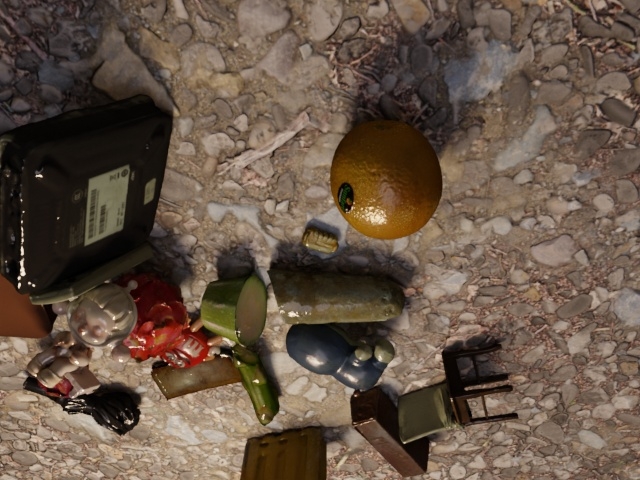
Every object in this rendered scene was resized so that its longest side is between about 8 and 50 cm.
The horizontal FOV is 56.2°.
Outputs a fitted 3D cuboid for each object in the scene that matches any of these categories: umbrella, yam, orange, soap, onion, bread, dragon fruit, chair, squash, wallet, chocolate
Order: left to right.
[{"bbox_3d":[-0.687,0.354,1.644,0.149,0.140,0.150,-1,84,13],"label":"onion"},{"bbox_3d":[-0.685,0.463,1.729,0.339,0.118,0.118,20,126,-5],"label":"umbrella"},{"bbox_3d":[-0.435,0.171,1.427,0.268,0.205,0.210,8,117,45],"label":"dragon fruit"},{"bbox_3d":[-0.342,0.370,1.672,0.255,0.031,0.137,-15,122,12],"label":"wallet"},{"bbox_3d":[-0.208,0.162,1.432,0.122,0.170,0.170,5,128,14],"label":"squash"},{"bbox_3d":[-0.109,0.709,1.760,0.259,0.281,0.143,-12,128,13],"label":"soap"},{"bbox_3d":[0.000,0.000,1.369,0.087,0.034,0.049,16,112,-14],"label":"bread"},{"bbox_3d":[0.035,0.137,1.420,0.329,0.133,0.133,2,127,-3],"label":"yam"},{"bbox_3d":[0.126,-0.115,1.161,0.236,0.236,0.237,2,127,2],"label":"orange"},{"bbox_3d":[0.208,0.568,1.742,0.111,0.112,0.321,-25,122,24],"label":"chocolate"},{"bbox_3d":[0.341,0.405,1.586,0.318,0.160,0.186,-14,131,12],"label":"chair"}]

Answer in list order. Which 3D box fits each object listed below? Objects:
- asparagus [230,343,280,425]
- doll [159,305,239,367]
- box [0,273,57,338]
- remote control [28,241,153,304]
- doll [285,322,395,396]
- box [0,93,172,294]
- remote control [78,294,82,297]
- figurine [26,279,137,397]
[{"bbox_3d":[-0.174,0.390,1.638,0.084,0.082,0.343,-8,129,3],"label":"asparagus"},{"bbox_3d":[-0.342,0.261,1.558,0.217,0.085,0.183,-26,119,12],"label":"doll"},{"bbox_3d":[-0.687,0.010,1.291,0.239,0.229,0.340,1,127,2],"label":"box"},{"bbox_3d":[-0.483,0.071,1.288,0.123,0.285,0.038,-11,104,20],"label":"remote control"},{"bbox_3d":[0.039,0.274,1.495,0.258,0.154,0.228,31,165,-2],"label":"doll"},{"bbox_3d":[-0.444,-0.087,1.156,0.091,0.350,0.359,35,128,19],"label":"box"},{"bbox_3d":[-0.572,0.187,1.537,0.072,0.042,0.222,1,127,5],"label":"remote control"},{"bbox_3d":[-0.471,0.194,1.255,0.257,0.182,0.144,-48,147,4],"label":"figurine"}]
